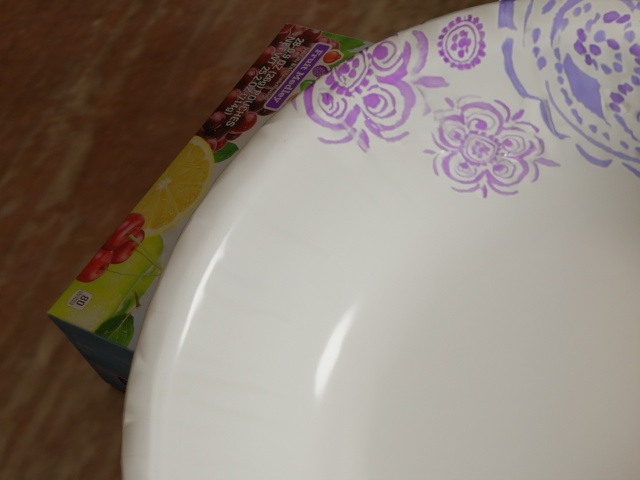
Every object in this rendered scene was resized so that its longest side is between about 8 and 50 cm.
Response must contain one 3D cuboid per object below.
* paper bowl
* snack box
[{"bbox_3d":[0.085,0.072,0.506,0.284,0.148,0.284,-9,69,24],"label":"paper bowl"},{"bbox_3d":[0.000,0.000,0.709,0.174,0.070,0.207,20,63,38],"label":"snack box"}]
